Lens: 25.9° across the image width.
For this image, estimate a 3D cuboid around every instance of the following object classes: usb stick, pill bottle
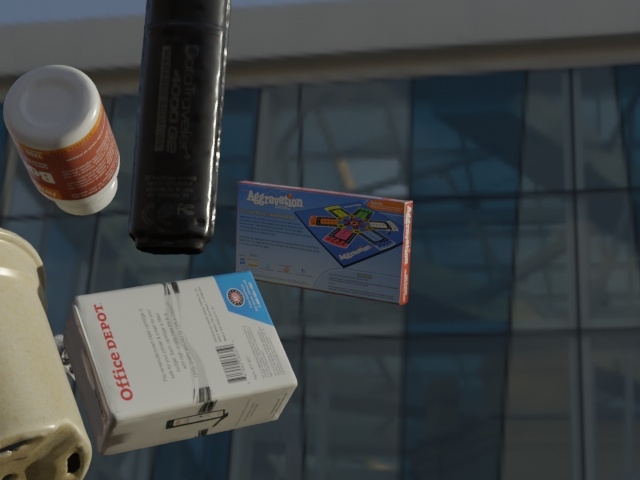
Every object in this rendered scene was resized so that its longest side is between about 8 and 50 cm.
[{"bbox_3d":[-0.121,-0.124,1.215,0.077,0.278,0.045,2,-15,2],"label":"usb stick"},{"bbox_3d":[-0.326,-0.121,1.795,0.121,0.121,0.216,1,-27,4],"label":"pill bottle"}]

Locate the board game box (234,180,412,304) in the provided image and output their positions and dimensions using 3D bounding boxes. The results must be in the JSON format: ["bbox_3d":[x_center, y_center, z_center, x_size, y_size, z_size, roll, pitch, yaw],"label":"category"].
[{"bbox_3d":[0.000,0.000,1.984,0.281,0.145,0.027,9,13,31],"label":"board game box"}]

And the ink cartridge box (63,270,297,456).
[{"bbox_3d":[-0.149,0.125,1.442,0.203,0.148,0.086,-8,-32,-26],"label":"ink cartridge box"}]

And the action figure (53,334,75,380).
[{"bbox_3d":[-0.488,0.190,2.125,0.285,0.099,0.185,-8,-43,21],"label":"action figure"}]

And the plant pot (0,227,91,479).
[{"bbox_3d":[-0.454,0.201,1.795,0.334,0.305,0.334,-24,-35,-18],"label":"plant pot"}]
